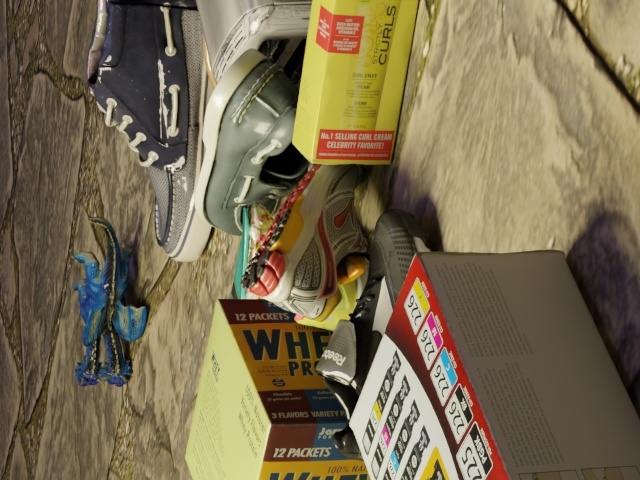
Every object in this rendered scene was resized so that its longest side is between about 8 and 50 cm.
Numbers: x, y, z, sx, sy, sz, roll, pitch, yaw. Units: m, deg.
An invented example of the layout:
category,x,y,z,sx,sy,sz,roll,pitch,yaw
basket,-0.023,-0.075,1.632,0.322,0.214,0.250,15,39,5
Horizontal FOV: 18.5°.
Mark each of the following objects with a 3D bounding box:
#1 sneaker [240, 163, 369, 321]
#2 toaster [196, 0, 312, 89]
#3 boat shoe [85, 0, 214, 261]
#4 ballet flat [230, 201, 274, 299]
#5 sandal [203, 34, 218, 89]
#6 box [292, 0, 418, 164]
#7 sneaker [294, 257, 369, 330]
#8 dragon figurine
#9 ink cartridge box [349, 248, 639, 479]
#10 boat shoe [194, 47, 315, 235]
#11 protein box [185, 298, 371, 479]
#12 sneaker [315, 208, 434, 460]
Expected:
category,x,y,z,sx,sy,sz,roll,pitch,yaw
sneaker,0.000,0.000,1.820,0.088,0.092,0.225,-51,8,38
toaster,-0.053,-0.242,1.966,0.227,0.129,0.146,133,131,-62
boat shoe,-0.202,-0.140,2.310,0.127,0.158,0.341,-141,54,-64
ballet flat,-0.057,0.060,2.039,0.091,0.077,0.241,-97,14,-50
sandal,-0.068,-0.156,2.113,0.079,0.088,0.240,14,113,36
box,0.035,-0.186,1.793,0.058,0.087,0.232,-129,45,-59
sneaker,-0.011,0.017,1.901,0.208,0.094,0.081,-121,35,-56
dragon figurine,-0.281,0.089,2.612,0.289,0.085,0.144,113,148,-54
ink cartridge box,0.135,0.210,1.470,0.272,0.130,0.309,108,152,-42
boat shoe,-0.056,-0.074,1.987,0.116,0.099,0.319,-52,-13,-22
protein box,-0.029,0.191,1.887,0.200,0.136,0.201,-117,33,-52
sneaker,0.048,0.088,1.728,0.078,0.106,0.234,174,96,-68
